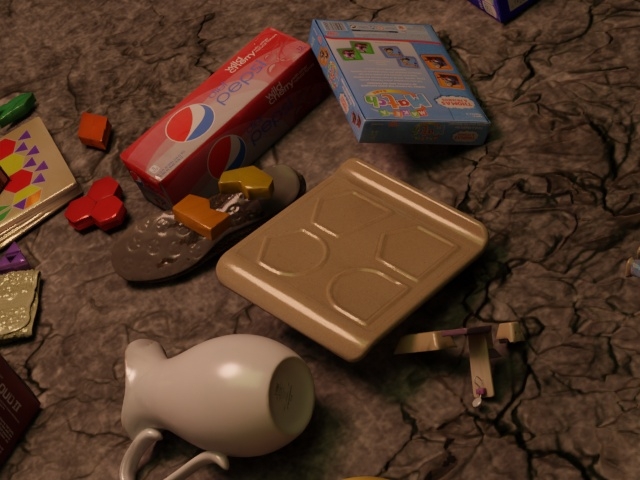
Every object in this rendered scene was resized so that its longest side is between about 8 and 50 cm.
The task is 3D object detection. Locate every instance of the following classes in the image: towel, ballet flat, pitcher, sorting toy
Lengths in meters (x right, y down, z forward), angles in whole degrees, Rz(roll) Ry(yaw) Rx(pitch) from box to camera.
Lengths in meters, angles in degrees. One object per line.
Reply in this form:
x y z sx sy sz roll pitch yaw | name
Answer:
-0.409 0.088 1.858 0.148 0.027 0.110 -14 45 12 | towel
-0.130 -0.018 1.817 0.250 0.058 0.084 -27 80 6 | ballet flat
-0.116 0.185 1.588 0.207 0.125 0.177 -4 69 35 | pitcher
0.000 0.000 1.683 0.307 0.041 0.229 29 54 31 | sorting toy

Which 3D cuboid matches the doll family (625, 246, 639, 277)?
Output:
0.396 0.006 1.547 0.111 0.076 0.193 26 69 34 | doll family

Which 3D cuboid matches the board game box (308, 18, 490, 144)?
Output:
0.091 -0.191 1.828 0.160 0.039 0.211 0 39 -21 | board game box

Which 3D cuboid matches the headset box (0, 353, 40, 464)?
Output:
-0.471 0.221 1.704 0.218 0.110 0.293 12 56 33 | headset box

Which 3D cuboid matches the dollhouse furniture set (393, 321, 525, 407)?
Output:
0.143 0.132 1.586 0.114 0.091 0.081 -10 85 46 | dollhouse furniture set

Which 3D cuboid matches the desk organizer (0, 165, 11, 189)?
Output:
-0.473 -0.084 1.992 0.130 0.047 0.050 10 57 31 | desk organizer

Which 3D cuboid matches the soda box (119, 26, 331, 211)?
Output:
-0.115 -0.146 1.901 0.263 0.083 0.092 -44 47 -17 | soda box

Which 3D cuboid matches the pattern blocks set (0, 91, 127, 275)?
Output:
-0.396 -0.074 2.001 0.285 0.026 0.325 -25 44 0 | pattern blocks set

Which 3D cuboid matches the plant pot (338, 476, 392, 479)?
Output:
-0.007 0.318 1.334 0.239 0.254 0.254 9 53 51 | plant pot

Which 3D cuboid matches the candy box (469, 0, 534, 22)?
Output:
0.154 -0.466 1.942 0.122 0.268 0.317 -32 44 -12 | candy box
